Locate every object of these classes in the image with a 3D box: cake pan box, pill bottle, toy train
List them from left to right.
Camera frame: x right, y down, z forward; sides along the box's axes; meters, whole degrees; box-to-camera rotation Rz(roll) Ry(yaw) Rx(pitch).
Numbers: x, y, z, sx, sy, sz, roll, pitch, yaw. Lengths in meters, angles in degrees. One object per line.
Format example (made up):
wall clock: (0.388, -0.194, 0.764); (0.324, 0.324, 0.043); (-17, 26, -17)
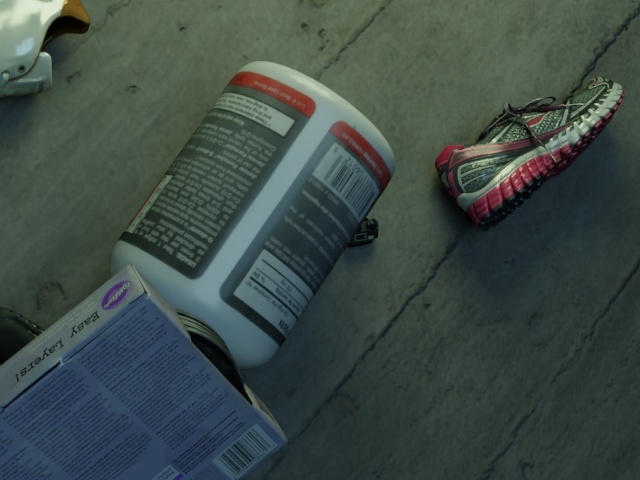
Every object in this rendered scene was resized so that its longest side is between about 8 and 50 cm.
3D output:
cake pan box: (-0.193, 0.183, 0.962); (0.267, 0.070, 0.246); (-40, 128, -2)
pill bottle: (-0.096, 0.006, 1.119); (0.210, 0.210, 0.363); (37, 79, -13)
toy train: (0.000, 0.000, 1.265); (0.158, 0.027, 0.036); (-10, 97, -23)

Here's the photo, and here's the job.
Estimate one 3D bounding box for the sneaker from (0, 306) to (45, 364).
sneaker: (-0.264, 0.222, 1.079); (0.146, 0.122, 0.330); (-42, 98, -23)

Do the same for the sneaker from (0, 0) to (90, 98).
sneaker: (-0.363, -0.182, 1.102); (0.123, 0.106, 0.290); (45, 69, -8)

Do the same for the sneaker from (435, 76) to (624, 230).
sneaker: (0.282, -0.140, 1.348); (0.299, 0.121, 0.112); (-35, 76, -27)
